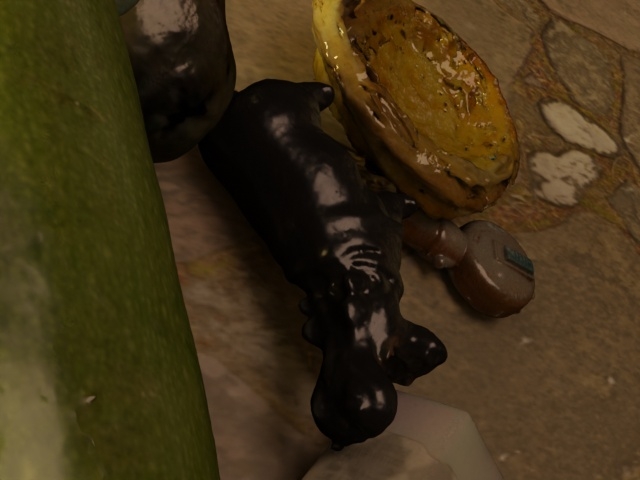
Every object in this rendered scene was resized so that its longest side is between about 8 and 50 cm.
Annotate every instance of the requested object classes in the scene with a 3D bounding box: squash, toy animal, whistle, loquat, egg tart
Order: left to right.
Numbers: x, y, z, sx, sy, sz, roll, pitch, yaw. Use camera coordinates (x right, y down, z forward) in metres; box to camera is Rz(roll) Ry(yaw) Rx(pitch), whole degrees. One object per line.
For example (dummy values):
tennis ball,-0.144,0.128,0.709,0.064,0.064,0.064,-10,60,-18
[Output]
squash,-0.200,0.053,0.554,0.263,0.263,0.384,5,60,-43
loquat,-0.155,-0.169,0.810,0.179,0.179,0.227,-14,85,-48
toy animal,0.014,0.004,0.884,0.168,0.106,0.343,1,55,-44
egg tart,0.087,-0.141,1.073,0.291,0.107,0.291,30,42,-31
whistle,0.146,0.010,1.075,0.220,0.057,0.107,27,43,-25

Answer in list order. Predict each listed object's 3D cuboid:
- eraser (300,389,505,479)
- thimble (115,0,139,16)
eraser,0.031,0.288,0.735,0.397,0.082,0.213,-41,108,-50
thimble,-0.207,-0.233,0.663,0.150,0.237,0.237,58,18,-64
